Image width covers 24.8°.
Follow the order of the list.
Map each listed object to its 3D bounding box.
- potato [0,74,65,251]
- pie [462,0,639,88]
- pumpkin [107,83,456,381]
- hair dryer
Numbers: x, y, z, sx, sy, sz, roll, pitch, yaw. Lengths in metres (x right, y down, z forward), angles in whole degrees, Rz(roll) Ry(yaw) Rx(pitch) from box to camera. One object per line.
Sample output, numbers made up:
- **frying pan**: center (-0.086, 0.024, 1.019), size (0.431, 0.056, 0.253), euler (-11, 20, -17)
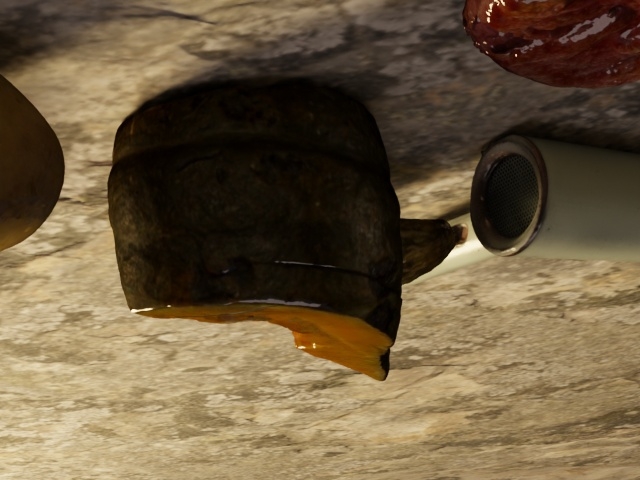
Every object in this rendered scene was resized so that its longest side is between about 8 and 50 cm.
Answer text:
- **potato**: center (-0.213, -0.032, 0.686), size (0.176, 0.137, 0.137), euler (-21, 170, -28)
- **pie**: center (0.138, -0.114, 0.681), size (0.154, 0.036, 0.154), euler (-5, 160, -2)
- **pumpkin**: center (0.006, 0.000, 0.838), size (0.126, 0.131, 0.248), euler (-20, 159, 36)
- **hair dryer**: center (0.120, 0.000, 0.968), size (0.131, 0.073, 0.236), euler (5, 162, -32)
